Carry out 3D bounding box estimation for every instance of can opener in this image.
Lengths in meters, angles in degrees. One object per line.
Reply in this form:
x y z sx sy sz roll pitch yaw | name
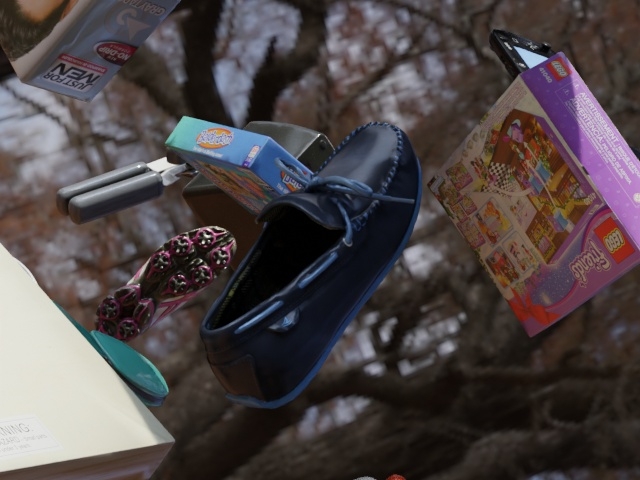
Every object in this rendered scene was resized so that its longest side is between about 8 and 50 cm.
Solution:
-0.286 -0.114 2.401 0.076 0.283 0.095 32 -48 42 | can opener

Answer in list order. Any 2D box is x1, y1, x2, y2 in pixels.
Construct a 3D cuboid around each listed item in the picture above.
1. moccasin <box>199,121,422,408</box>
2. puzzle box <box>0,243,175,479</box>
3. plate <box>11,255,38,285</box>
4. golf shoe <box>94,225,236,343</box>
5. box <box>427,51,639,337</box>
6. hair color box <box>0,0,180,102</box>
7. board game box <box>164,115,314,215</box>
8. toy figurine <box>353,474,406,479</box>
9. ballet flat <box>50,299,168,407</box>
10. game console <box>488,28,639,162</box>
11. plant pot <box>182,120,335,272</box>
0.000 0.000 1.438 0.137 0.342 0.117 -4 -45 35 | moccasin
-0.326 0.098 1.145 0.272 0.409 0.052 45 -68 25 | puzzle box
-0.369 0.094 1.552 0.188 0.188 0.024 57 -5 28 | plate
-0.173 0.045 1.708 0.067 0.186 0.086 54 6 1 | golf shoe
0.221 -0.035 1.490 0.201 0.057 0.293 57 -21 8 | box
-0.217 -0.352 1.673 0.374 0.113 0.185 -45 -120 21 | hair color box
-0.071 -0.074 1.797 0.160 0.047 0.210 39 -12 -33 | board game box
0.040 0.313 1.314 0.209 0.148 0.213 -23 -116 53 | toy figurine
-0.234 0.126 1.462 0.083 0.087 0.247 52 3 27 | ballet flat
0.272 -0.143 1.684 0.044 0.213 0.361 -53 -147 21 | game console
-0.051 -0.060 2.214 0.167 0.187 0.188 -7 -57 48 | plant pot
